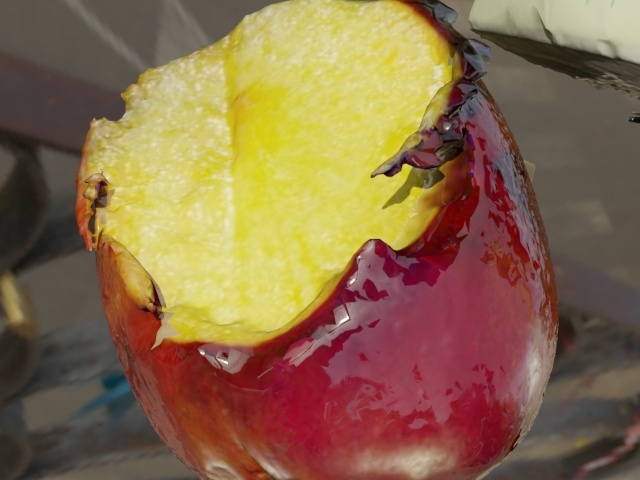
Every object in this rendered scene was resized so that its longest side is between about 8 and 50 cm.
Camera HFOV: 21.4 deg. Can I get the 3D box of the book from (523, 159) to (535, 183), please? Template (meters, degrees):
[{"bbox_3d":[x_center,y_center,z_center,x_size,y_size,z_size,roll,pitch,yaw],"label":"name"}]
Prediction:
[{"bbox_3d":[0.086,-0.019,1.850,0.269,0.032,0.389,20,38,2],"label":"book"}]

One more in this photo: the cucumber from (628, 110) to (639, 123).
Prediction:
[{"bbox_3d":[0.351,-0.128,1.739,0.043,0.039,0.163,23,-4,1],"label":"cucumber"}]

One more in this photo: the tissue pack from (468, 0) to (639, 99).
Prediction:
[{"bbox_3d":[0.255,-0.241,0.855,0.207,0.380,0.297,17,7,-21],"label":"tissue pack"}]

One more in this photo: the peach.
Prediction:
[{"bbox_3d":[0.000,0.000,1.289,0.353,0.339,0.416,40,41,-73],"label":"peach"}]
